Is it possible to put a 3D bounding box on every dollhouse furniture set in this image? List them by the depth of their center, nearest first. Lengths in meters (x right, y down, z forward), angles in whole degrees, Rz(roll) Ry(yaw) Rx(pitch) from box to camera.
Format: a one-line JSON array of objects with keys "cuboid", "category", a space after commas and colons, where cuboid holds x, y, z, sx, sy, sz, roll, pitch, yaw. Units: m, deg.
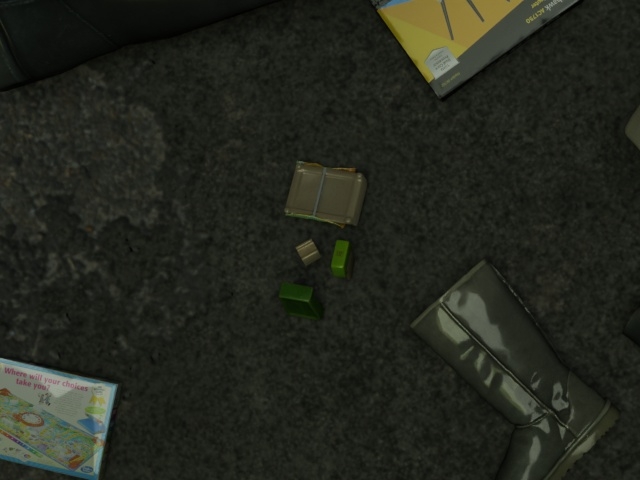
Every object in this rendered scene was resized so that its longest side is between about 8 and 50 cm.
[{"cuboid": [0.000, 0.000, 1.534, 0.076, 0.058, 0.152, 9, 72, 14], "category": "dollhouse furniture set"}]

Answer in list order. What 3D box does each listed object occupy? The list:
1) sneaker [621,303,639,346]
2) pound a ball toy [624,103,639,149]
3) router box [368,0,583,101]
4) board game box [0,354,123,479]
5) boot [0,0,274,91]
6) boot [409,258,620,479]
[{"cuboid": [0.370, 0.064, 1.413, 0.118, 0.083, 0.222, 38, 137, 8], "category": "sneaker"}, {"cuboid": [0.454, -0.158, 1.331, 0.208, 0.136, 0.319, 32, 104, -13], "category": "pound a ball toy"}, {"cuboid": [0.154, -0.244, 1.505, 0.179, 0.046, 0.133, -36, 86, 5], "category": "router box"}, {"cuboid": [-0.290, 0.181, 1.563, 0.154, 0.026, 0.103, 12, 91, 6], "category": "board game box"}, {"cuboid": [-0.166, -0.373, 1.459, 0.445, 0.146, 0.367, -17, 115, 9], "category": "boot"}, {"cuboid": [0.167, 0.151, 1.489, 0.208, 0.076, 0.189, 44, 80, -2], "category": "boot"}]
